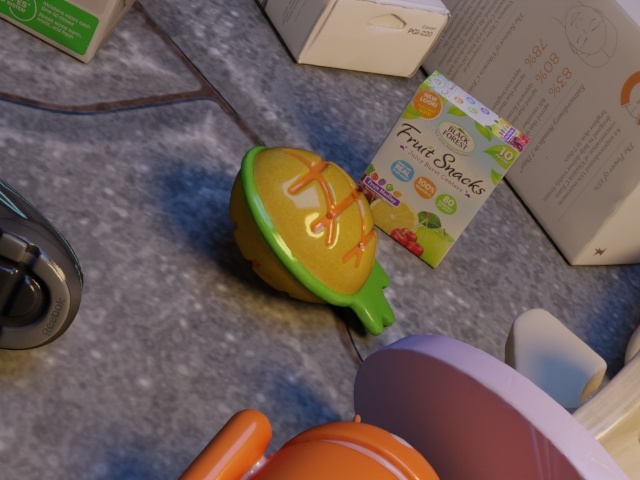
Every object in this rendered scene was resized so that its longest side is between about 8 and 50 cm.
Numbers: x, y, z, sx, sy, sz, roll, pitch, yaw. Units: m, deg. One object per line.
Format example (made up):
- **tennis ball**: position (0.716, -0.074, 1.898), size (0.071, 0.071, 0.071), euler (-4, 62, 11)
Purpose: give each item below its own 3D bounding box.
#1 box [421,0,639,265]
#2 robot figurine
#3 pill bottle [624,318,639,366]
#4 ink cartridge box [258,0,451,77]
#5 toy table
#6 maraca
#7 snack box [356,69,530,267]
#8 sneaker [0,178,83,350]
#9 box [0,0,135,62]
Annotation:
- **box**: position (0.271, -0.171, 1.315), size (0.168, 0.215, 0.345), euler (-1, 47, -40)
- **robot figurine**: position (-0.004, 0.183, 0.735), size (0.158, 0.128, 0.219), euler (18, 29, 22)
- **pill bottle**: position (0.358, 0.071, 1.169), size (0.124, 0.124, 0.221), euler (38, 34, 7)
- **ink cartridge box**: position (0.012, -0.276, 1.345), size (0.158, 0.092, 0.218), euler (1, 44, -38)
- **toy table**: position (0.170, 0.147, 0.840), size (0.161, 0.252, 0.274), euler (-21, 60, -34)
- **maraca**: position (0.000, 0.000, 0.998), size (0.185, 0.099, 0.127), euler (42, 31, -36)
- **snack box**: position (0.097, -0.059, 1.102), size (0.100, 0.141, 0.037), euler (36, 35, 4)
- **sneaker**: position (-0.270, -0.018, 0.822), size (0.267, 0.101, 0.106), euler (31, 15, -5)
- **box**: position (-0.178, -0.326, 1.131), size (0.126, 0.231, 0.262), euler (28, 34, -7)
